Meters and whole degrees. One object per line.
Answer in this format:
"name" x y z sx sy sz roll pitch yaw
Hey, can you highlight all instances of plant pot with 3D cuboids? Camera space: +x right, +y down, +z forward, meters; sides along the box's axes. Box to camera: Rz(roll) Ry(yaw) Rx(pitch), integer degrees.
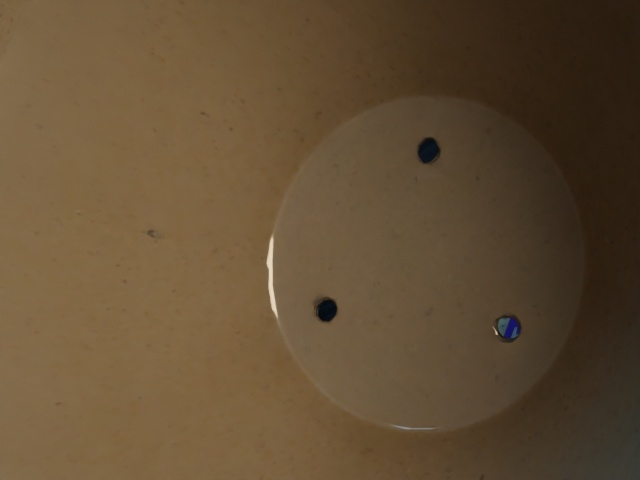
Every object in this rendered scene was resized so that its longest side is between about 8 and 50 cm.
"plant pot" 0.000 0.000 0.352 0.284 0.284 0.191 -38 -21 20

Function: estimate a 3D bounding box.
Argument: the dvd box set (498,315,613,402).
"dvd box set" 0.162 -0.009 0.357 0.308 0.062 0.420 -68 13 -14
